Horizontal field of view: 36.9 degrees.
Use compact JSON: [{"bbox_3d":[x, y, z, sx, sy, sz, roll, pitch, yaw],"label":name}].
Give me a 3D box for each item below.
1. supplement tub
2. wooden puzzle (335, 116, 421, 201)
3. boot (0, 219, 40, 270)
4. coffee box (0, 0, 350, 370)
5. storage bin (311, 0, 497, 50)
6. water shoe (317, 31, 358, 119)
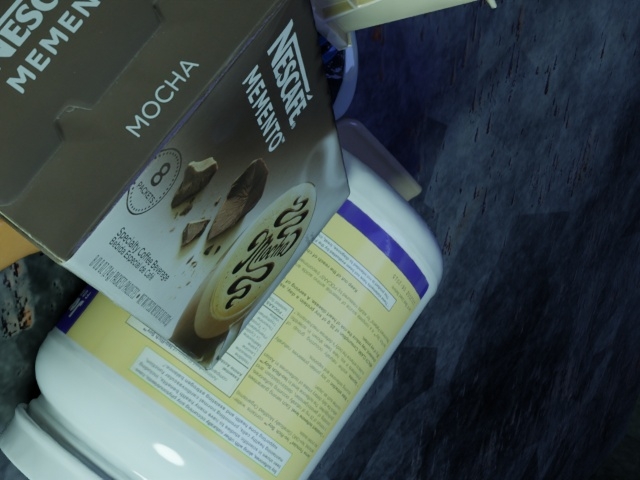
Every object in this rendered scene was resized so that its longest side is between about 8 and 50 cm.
[{"bbox_3d":[-0.078,0.085,0.794,0.331,0.241,0.241,-54,148,-13],"label":"supplement tub"},{"bbox_3d":[0.000,0.000,1.040,0.239,0.044,0.221,-56,149,-1],"label":"wooden puzzle"},{"bbox_3d":[-0.272,0.060,0.618,0.283,0.109,0.220,-20,131,-49],"label":"boot"},{"bbox_3d":[-0.085,-0.045,0.550,0.168,0.119,0.297,-51,166,-10],"label":"coffee box"},{"bbox_3d":[0.013,-0.285,0.577,0.260,0.123,0.262,12,70,-72],"label":"storage bin"},{"bbox_3d":[-0.015,-0.198,0.849,0.080,0.073,0.203,-15,125,-23],"label":"water shoe"}]
